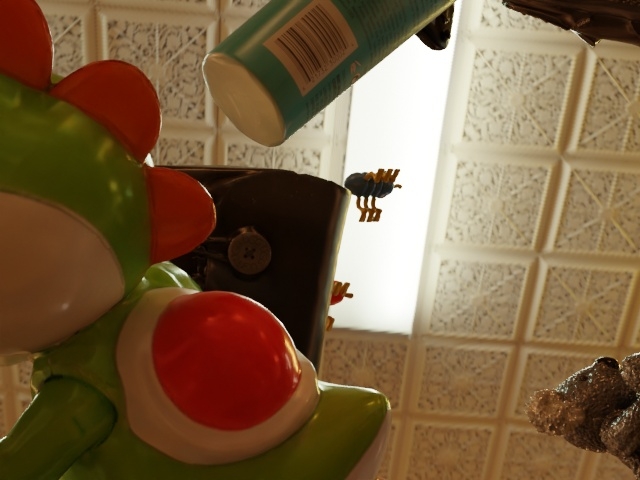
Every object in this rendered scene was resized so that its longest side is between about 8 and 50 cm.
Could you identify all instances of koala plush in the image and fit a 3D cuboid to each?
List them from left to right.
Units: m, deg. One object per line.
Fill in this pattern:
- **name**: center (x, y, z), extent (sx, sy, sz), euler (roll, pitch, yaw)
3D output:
- **koala plush**: center (0.397, 0.233, 1.229), extent (0.196, 0.221, 0.203), euler (5, -93, -46)

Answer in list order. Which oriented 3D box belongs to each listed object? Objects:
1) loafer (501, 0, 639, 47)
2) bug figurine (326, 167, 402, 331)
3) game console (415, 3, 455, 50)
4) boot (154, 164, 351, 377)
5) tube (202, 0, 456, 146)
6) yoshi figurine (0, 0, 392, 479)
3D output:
- **loafer**: center (0.265, -0.230, 0.936), extent (0.080, 0.220, 0.078), euler (-39, -45, -21)
- **bug figurine**: center (0.000, 0.000, 1.333), extent (0.216, 0.072, 0.279), euler (2, -60, -43)
- **game console**: center (0.077, -0.376, 1.154), extent (0.044, 0.213, 0.361), euler (7, -17, 39)
- **boot**: center (-0.020, 0.159, 0.867), extent (0.367, 0.445, 0.146), euler (8, -18, -11)
- **tube**: center (0.033, -0.128, 0.461), extent (0.207, 0.052, 0.080), euler (-43, -46, -23)
- **yoshi figurine**: center (-0.117, 0.062, 0.397), extent (0.203, 0.203, 0.362), euler (-38, -68, -14)
